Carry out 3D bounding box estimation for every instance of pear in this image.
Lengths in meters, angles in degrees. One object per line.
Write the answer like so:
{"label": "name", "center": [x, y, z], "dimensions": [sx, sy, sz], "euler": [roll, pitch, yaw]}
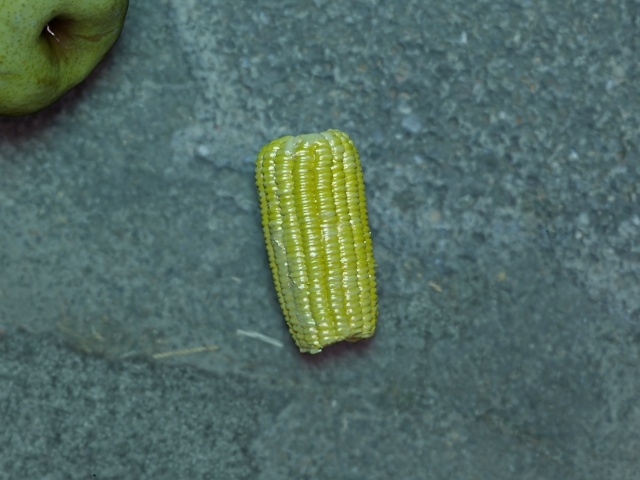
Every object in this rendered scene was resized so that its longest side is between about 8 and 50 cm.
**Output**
{"label": "pear", "center": [-0.219, -0.175, 0.902], "dimensions": [0.136, 0.167, 0.167], "euler": [41, 79, 15]}

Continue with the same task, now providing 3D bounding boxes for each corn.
{"label": "corn", "center": [0.000, 0.000, 0.957], "dimensions": [0.085, 0.063, 0.165], "euler": [-9, 86, -33]}
